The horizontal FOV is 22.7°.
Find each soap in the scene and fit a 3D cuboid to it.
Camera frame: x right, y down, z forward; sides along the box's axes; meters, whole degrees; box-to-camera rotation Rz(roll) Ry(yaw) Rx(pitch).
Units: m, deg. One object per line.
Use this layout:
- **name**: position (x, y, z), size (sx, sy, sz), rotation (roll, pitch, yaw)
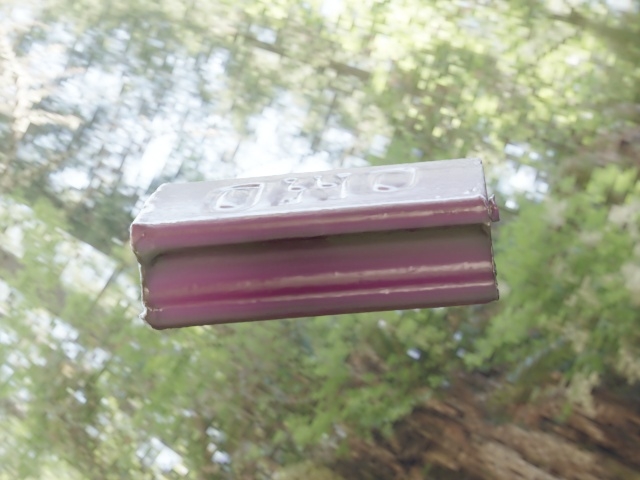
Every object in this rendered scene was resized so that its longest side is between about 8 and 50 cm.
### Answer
- **soap**: position (0.000, 0.000, 0.920), size (0.203, 0.122, 0.065), rotation (-4, -76, 4)
